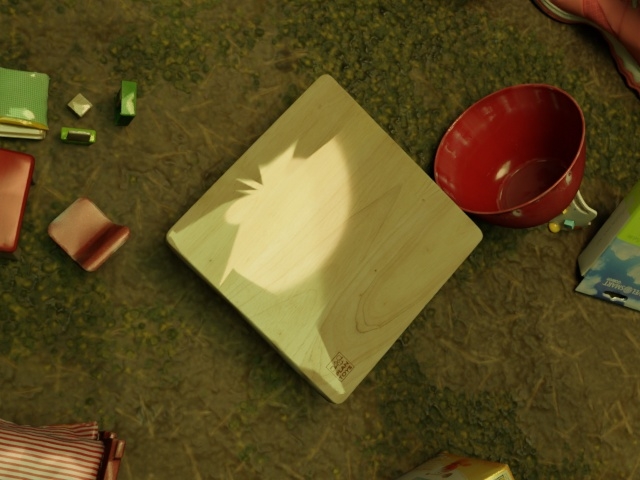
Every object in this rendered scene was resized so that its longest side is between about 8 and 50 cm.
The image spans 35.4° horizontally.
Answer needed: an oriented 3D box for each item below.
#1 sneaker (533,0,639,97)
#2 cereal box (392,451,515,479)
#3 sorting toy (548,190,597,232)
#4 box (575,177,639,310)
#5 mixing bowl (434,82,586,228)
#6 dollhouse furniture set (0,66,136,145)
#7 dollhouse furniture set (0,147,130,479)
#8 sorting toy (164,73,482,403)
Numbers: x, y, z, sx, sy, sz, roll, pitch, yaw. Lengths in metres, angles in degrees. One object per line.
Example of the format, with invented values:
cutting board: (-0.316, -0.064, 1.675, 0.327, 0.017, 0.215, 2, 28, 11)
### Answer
sneaker: (0.385, -0.305, 1.244, 0.314, 0.136, 0.116, 39, 73, -9)
cereal box: (0.071, 0.301, 1.047, 0.240, 0.173, 0.047, -25, 91, -20)
sorting toy: (0.302, -0.047, 1.216, 0.045, 0.075, 0.083, -32, 93, -19)
box: (0.395, 0.003, 1.211, 0.109, 0.178, 0.042, 17, 40, -14)
mixing bowl: (0.235, -0.081, 1.166, 0.098, 0.181, 0.181, 46, 69, -43)
dollhouse furniture set: (-0.274, -0.144, 1.055, 0.151, 0.058, 0.076, 3, 82, -17)
dollhouse furniture set: (-0.282, 0.102, 0.971, 0.201, 0.152, 0.374, 12, 80, -16)
sorting toy: (0.000, 0.000, 1.107, 0.255, 0.089, 0.257, 45, 73, -7)
